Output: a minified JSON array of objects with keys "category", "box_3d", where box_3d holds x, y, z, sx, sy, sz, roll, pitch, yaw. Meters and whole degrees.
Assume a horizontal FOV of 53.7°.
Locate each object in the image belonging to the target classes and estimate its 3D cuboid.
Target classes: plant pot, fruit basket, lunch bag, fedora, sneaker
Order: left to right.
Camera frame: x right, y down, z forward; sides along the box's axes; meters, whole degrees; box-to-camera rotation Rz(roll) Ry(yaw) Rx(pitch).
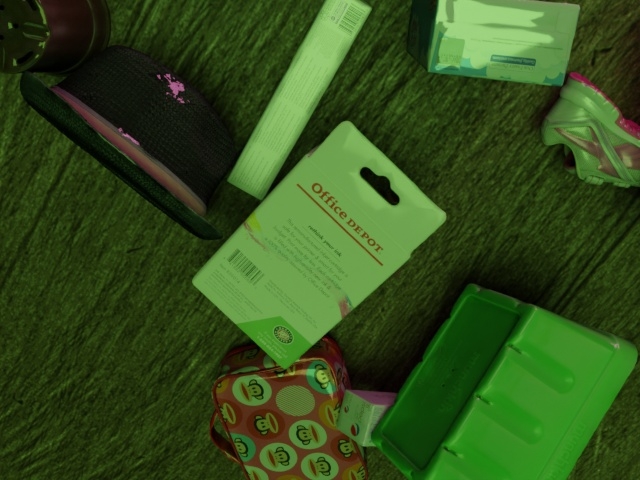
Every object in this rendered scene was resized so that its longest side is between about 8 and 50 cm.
[{"category":"plant pot","box_3d":[-0.397,-0.298,0.859,0.167,0.165,0.166,1,111,3]},{"category":"fedora","box_3d":[-0.232,-0.149,0.874,0.334,0.334,0.152,39,82,-12]},{"category":"lunch bag","box_3d":[-0.064,0.320,1.105,0.259,0.120,0.292,-13,110,8]},{"category":"fruit basket","box_3d":[0.308,0.286,0.977,0.393,0.283,0.391,-3,99,-20]},{"category":"sneaker","box_3d":[0.422,-0.129,0.930,0.252,0.103,0.111,38,116,-9]}]

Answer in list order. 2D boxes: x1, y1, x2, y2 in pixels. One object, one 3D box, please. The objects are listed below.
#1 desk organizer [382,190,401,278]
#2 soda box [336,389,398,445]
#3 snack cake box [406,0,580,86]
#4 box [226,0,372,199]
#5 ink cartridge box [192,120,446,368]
[{"category":"desk organizer","box_3d":[0.113,-0.007,1.011,0.050,0.047,0.130,10,111,-4]},{"category":"soda box","box_3d":[0.135,0.296,1.052,0.216,0.074,0.069,15,90,-37]},{"category":"snack cake box","box_3d":[0.198,-0.260,0.793,0.152,0.264,0.089,5,111,1]},{"category":"box","box_3d":[-0.033,-0.212,0.930,0.067,0.063,0.323,29,109,-7]},{"category":"ink cartridge box","box_3d":[0.000,0.000,0.947,0.207,0.119,0.353,44,114,-4]}]
